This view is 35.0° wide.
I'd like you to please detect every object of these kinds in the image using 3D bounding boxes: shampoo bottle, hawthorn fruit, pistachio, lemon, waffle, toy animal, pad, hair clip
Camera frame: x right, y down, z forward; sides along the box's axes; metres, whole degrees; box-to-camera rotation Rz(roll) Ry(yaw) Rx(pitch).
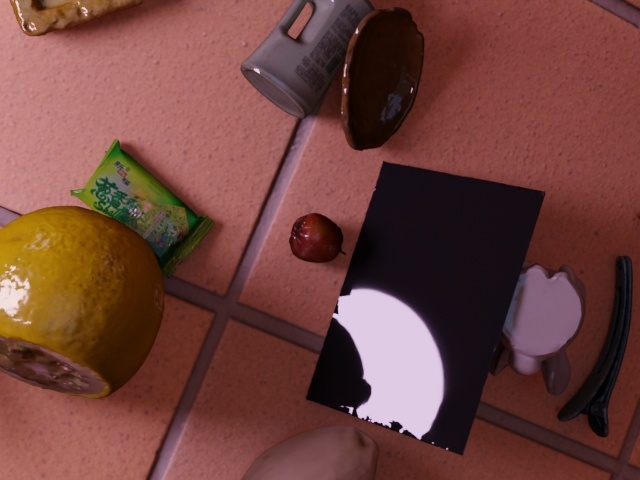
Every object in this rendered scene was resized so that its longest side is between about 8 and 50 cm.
[{"bbox_3d":[0.000,-0.294,1.410,0.118,0.087,0.234,38,79,-19],"label":"shampoo bottle"},{"bbox_3d":[-0.005,-0.003,1.410,0.077,0.077,0.077,0,88,-16],"label":"hawthorn fruit"},{"bbox_3d":[-0.018,0.337,1.368,0.223,0.126,0.152,-28,60,-15],"label":"pistachio"},{"bbox_3d":[-0.306,0.063,1.244,0.240,0.240,0.219,26,62,-13],"label":"lemon"},{"bbox_3d":[-0.357,-0.412,1.330,0.168,0.057,0.274,-22,94,-15],"label":"waffle"},{"bbox_3d":[0.304,0.117,1.427,0.127,0.193,0.178,10,78,11],"label":"toy animal"},{"bbox_3d":[0.141,0.081,1.396,0.247,0.007,0.367,15,83,28],"label":"pad"},{"bbox_3d":[0.438,0.157,1.546,0.083,0.048,0.275,23,78,-12],"label":"hair clip"}]

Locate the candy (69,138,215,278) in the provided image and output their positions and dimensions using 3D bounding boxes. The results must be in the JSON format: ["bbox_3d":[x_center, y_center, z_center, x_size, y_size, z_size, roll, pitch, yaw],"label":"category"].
[{"bbox_3d":[-0.239,-0.044,1.364,0.178,0.032,0.102,42,78,-11],"label":"candy"}]

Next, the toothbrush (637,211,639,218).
[{"bbox_3d":[0.643,-0.004,1.613,0.321,0.023,0.031,12,78,-16],"label":"toothbrush"}]

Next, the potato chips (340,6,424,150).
[{"bbox_3d":[0.078,-0.229,1.425,0.150,0.049,0.202,-12,119,-44],"label":"potato chips"}]
